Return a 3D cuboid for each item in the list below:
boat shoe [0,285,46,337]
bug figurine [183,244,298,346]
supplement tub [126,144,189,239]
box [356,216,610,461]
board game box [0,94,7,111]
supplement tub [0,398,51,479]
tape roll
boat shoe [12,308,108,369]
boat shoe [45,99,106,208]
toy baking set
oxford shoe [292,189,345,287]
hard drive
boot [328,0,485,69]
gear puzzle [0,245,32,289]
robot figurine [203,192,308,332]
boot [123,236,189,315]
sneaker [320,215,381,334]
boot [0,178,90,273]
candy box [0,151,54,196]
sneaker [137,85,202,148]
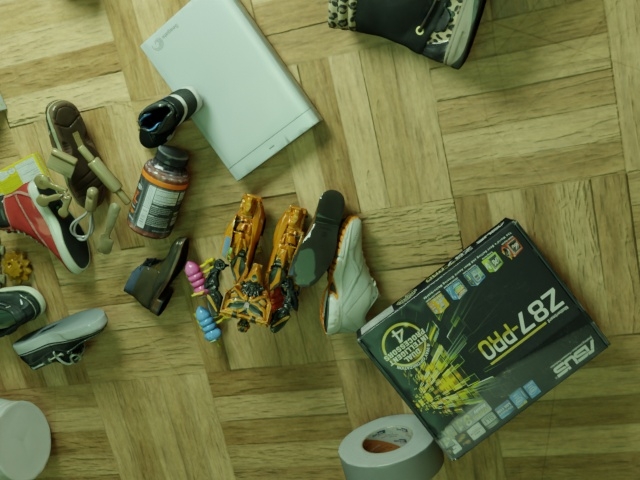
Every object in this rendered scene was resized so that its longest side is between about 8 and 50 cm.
[{"bbox_3d":[-0.856,0.199,2.001,0.340,0.113,0.127,-6,118,18],"label":"boat shoe"},{"bbox_3d":[-0.203,0.116,1.805,0.279,0.072,0.216,-25,98,23],"label":"bug figurine"},{"bbox_3d":[-0.353,-0.109,1.761,0.106,0.106,0.198,26,112,7],"label":"supplement tub"},{"bbox_3d":[0.319,0.196,1.599,0.395,0.097,0.318,-37,95,4],"label":"box"},{"bbox_3d":[-0.896,-0.401,1.839,0.224,0.097,0.303,-18,102,21],"label":"board game box"},{"bbox_3d":[-0.895,0.539,2.058,0.331,0.241,0.241,-14,103,20],"label":"supplement tub"},{"bbox_3d":[0.153,0.460,1.726,0.219,0.219,0.072,-11,103,20],"label":"tape roll"},{"bbox_3d":[-0.624,0.255,1.957,0.306,0.113,0.105,-21,106,24],"label":"boat shoe"},{"bbox_3d":[-0.560,-0.199,1.818,0.095,0.095,0.257,21,126,49],"label":"boat shoe"},{"bbox_3d":[-0.524,-0.094,1.784,0.197,0.030,0.256,-33,110,25],"label":"toy baking set"},{"bbox_3d":[0.000,0.000,1.676,0.076,0.076,0.212,22,86,-2],"label":"oxford shoe"},{"bbox_3d":[-0.188,-0.331,1.672,0.233,0.047,0.353,-33,95,24],"label":"hard drive"},{"bbox_3d":[0.177,-0.526,1.456,0.284,0.138,0.377,16,116,12],"label":"boot"},{"bbox_3d":[-0.877,0.055,2.005,0.339,0.044,0.175,11,110,13],"label":"gear puzzle"},{"bbox_3d":[-0.134,0.055,1.703,0.211,0.085,0.291,14,87,2],"label":"robot figurine"},{"bbox_3d":[-0.381,0.067,1.838,0.106,0.082,0.219,28,115,4],"label":"boot"},{"bbox_3d":[0.075,0.077,1.710,0.121,0.099,0.262,6,102,-13],"label":"sneaker"},{"bbox_3d":[-0.667,-0.014,1.891,0.176,0.088,0.244,-20,106,22],"label":"boot"},{"bbox_3d":[-0.733,-0.126,1.913,0.206,0.027,0.105,-21,104,22],"label":"candy box"},{"bbox_3d":[-0.353,-0.247,1.680,0.217,0.121,0.079,-32,94,43],"label":"sneaker"}]
